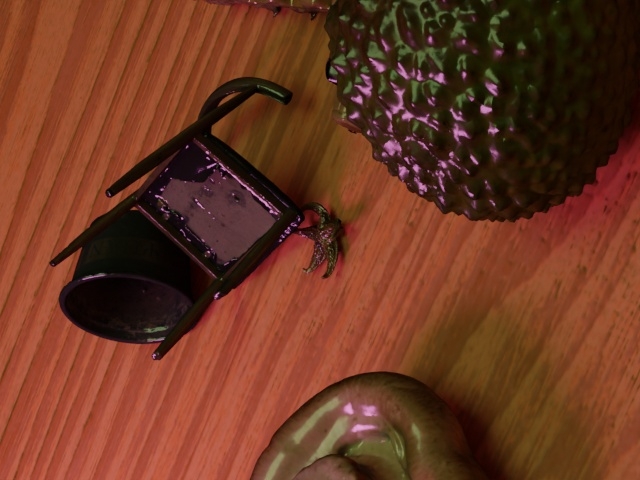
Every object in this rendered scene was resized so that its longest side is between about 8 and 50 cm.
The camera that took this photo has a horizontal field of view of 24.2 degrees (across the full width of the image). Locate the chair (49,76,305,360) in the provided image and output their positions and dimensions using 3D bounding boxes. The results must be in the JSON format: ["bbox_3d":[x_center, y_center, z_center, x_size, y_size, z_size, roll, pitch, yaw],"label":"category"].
[{"bbox_3d":[-0.119,-0.035,1.585,0.272,0.166,0.188,-50,5,-41],"label":"chair"}]

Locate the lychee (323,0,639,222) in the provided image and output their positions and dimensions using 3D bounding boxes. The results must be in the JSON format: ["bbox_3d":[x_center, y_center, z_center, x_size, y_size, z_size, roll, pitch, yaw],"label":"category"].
[{"bbox_3d":[0.140,-0.177,1.245,0.270,0.270,0.320,29,121,50],"label":"lychee"}]

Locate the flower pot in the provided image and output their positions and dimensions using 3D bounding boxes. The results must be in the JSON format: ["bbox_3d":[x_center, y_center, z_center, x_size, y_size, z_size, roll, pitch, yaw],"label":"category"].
[{"bbox_3d":[-0.214,0.036,1.702,0.157,0.157,0.107,-30,46,42],"label":"flower pot"}]

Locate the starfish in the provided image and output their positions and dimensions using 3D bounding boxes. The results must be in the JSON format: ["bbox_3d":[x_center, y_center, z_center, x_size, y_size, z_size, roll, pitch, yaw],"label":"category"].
[{"bbox_3d":[0.000,0.000,1.540,0.078,0.028,0.091,-52,43,45],"label":"starfish"}]

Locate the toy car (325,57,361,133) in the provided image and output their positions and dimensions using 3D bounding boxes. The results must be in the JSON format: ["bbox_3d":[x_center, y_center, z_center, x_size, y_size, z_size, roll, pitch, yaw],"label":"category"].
[{"bbox_3d":[0.098,-0.219,1.431,0.124,0.101,0.257,16,91,33],"label":"toy car"}]

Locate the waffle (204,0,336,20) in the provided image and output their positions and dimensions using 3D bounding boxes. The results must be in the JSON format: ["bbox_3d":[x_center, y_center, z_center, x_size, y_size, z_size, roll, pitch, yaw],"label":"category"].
[{"bbox_3d":[-0.004,-0.391,1.631,0.348,0.077,0.304,12,87,51],"label":"waffle"}]

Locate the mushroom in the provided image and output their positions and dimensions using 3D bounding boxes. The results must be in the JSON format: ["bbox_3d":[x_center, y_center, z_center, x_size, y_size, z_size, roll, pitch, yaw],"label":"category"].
[{"bbox_3d":[0.044,0.247,1.323,0.278,0.146,0.278,-21,55,34],"label":"mushroom"}]
